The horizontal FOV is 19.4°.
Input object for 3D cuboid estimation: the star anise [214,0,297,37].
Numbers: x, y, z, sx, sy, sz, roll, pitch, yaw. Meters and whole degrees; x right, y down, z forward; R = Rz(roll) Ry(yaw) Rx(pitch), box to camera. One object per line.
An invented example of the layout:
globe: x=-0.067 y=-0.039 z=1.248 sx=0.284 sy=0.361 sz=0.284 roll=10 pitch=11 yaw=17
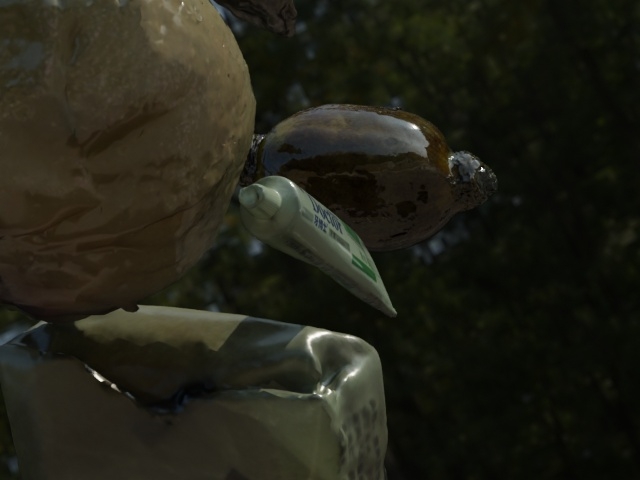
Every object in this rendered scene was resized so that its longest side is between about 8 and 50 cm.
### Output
star anise: x=-0.072 y=-0.229 z=1.189 sx=0.212 sy=0.073 sz=0.197 roll=11 pitch=-61 yaw=-9

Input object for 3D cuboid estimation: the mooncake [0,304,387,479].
mooncake: x=-0.077 y=0.160 z=1.243 sx=0.250 sy=0.254 sz=0.136 roll=8 pitch=23 yaw=25

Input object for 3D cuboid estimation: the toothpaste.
toothpaste: x=0.000 y=0.000 z=1.195 sx=0.041 sy=0.064 sz=0.218 roll=-31 pitch=-24 yaw=13

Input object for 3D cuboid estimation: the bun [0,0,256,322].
bun: x=-0.178 y=-0.061 z=1.147 sx=0.281 sy=0.205 sz=0.281 roll=17 pitch=-21 yaw=7

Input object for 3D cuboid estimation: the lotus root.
lotus root: x=0.036 y=-0.047 z=1.490 sx=0.209 sy=0.120 sz=0.120 roll=5 pitch=-17 yaw=8
